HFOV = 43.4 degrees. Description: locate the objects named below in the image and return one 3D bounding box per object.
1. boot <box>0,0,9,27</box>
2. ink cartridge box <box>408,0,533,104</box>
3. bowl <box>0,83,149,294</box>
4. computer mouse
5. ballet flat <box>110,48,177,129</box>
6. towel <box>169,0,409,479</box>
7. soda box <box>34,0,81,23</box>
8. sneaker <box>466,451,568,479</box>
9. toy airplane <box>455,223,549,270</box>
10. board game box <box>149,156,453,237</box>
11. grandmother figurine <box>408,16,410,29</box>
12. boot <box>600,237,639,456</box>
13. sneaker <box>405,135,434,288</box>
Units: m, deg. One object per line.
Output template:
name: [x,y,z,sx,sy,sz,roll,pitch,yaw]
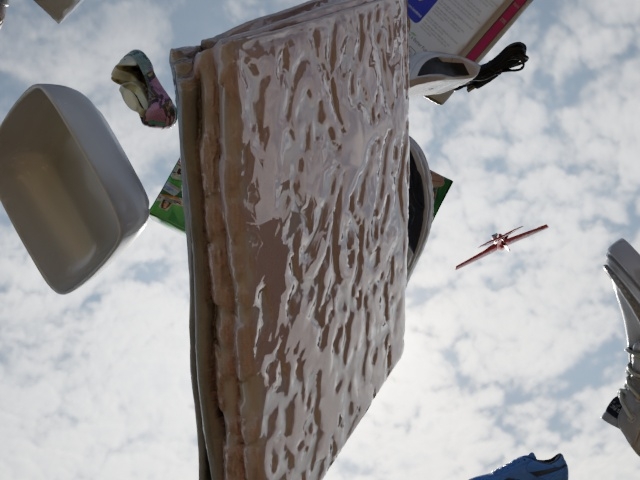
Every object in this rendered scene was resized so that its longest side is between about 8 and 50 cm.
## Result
boot: [-0.527,-0.232,1.026,0.096,0.264,0.280,22,-75,13]
ink cartridge box: [0.236,-0.396,1.186,0.069,0.175,0.371,12,-55,-49]
bowl: [-0.194,-0.042,0.632,0.053,0.142,0.142,-27,-5,-46]
computer mouse: [0.145,-0.197,0.927,0.193,0.042,0.106,-14,-1,-41]
ballet flat: [-0.331,-0.280,1.454,0.079,0.221,0.077,0,-46,-40]
towel: [0.000,0.000,0.573,0.053,0.317,0.331,8,-67,21]
soda box: [-0.286,-0.342,0.955,0.074,0.069,0.216,43,-31,-21]
sneaker: [0.381,0.457,1.584,0.209,0.082,0.069,-6,-2,2]
toy airplane: [0.257,0.004,1.158,0.151,0.028,0.151,-25,-3,-2]
board game box: [-0.023,-0.051,1.006,0.317,0.046,0.213,27,-101,0]
grandmother figurine: [0.021,-0.244,1.148,0.208,0.342,0.104,-30,-85,-5]
boot: [0.314,0.131,0.761,0.123,0.258,0.095,-35,-24,16]
sneaker: [0.030,0.028,0.830,0.153,0.099,0.282,-16,-58,-58]
